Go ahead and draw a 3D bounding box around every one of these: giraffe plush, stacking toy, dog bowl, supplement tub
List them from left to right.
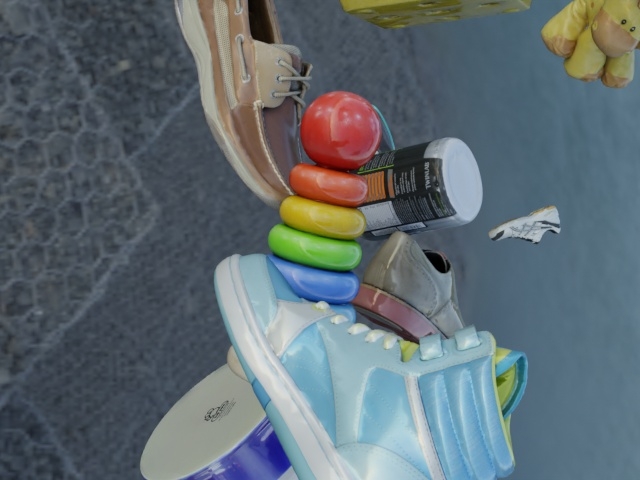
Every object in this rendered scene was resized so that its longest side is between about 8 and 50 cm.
[{"bbox_3d":[-0.113,0.270,1.696,0.104,0.265,0.265,54,42,-19],"label":"dog bowl"},{"bbox_3d":[0.000,0.000,1.370,0.141,0.141,0.330,5,101,-56],"label":"stacking toy"},{"bbox_3d":[0.107,-0.064,1.645,0.117,0.190,0.117,20,65,-52],"label":"supplement tub"},{"bbox_3d":[0.452,-0.331,1.865,0.170,0.181,0.210,-116,-140,-74],"label":"giraffe plush"}]

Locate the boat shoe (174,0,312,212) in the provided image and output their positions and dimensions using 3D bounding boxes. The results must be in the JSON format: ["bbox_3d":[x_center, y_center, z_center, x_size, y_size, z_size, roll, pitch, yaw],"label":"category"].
[{"bbox_3d":[-0.072,-0.188,1.467,0.123,0.116,0.324,11,55,-65],"label":"boat shoe"}]

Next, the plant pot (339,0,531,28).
[{"bbox_3d":[0.100,-0.296,1.107,0.212,0.212,0.187,-8,93,-71],"label":"plant pot"}]

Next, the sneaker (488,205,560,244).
[{"bbox_3d":[0.231,-0.010,1.395,0.032,0.083,0.037,-150,-139,-86],"label":"sneaker"}]

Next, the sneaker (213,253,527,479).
[{"bbox_3d":[0.050,0.101,1.038,0.319,0.208,0.127,59,-2,33],"label":"sneaker"}]

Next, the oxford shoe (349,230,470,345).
[{"bbox_3d":[0.161,0.086,1.718,0.130,0.123,0.348,-65,153,-6],"label":"oxford shoe"}]

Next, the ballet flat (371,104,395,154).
[{"bbox_3d":[0.099,-0.149,2.152,0.203,0.074,0.074,60,39,-51],"label":"ballet flat"}]
